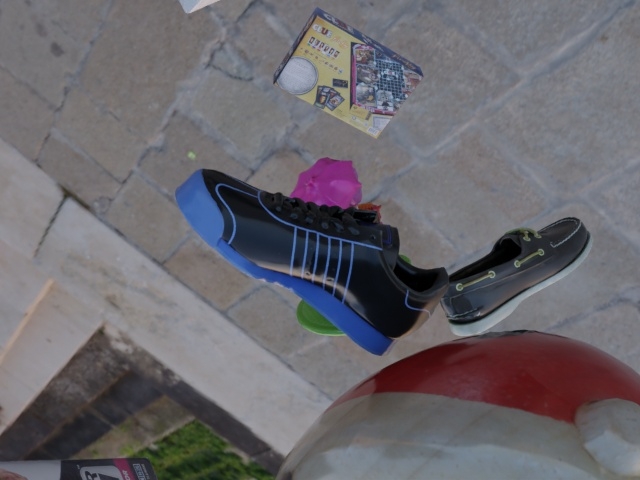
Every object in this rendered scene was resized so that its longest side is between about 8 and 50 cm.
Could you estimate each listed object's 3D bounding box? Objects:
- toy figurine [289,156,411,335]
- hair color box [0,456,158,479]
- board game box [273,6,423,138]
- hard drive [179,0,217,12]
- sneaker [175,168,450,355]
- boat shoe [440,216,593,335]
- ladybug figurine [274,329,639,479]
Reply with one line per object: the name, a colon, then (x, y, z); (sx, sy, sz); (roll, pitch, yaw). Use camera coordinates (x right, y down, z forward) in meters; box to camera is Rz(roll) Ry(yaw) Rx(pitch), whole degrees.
toy figurine: (0.030, -0.013, 0.777); (0.130, 0.173, 0.159); (0, 115, 30)
hair color box: (-0.298, 0.331, 0.778); (0.105, 0.174, 0.347); (-39, 152, 16)
board game box: (0.054, -0.320, 1.449); (0.243, 0.042, 0.165); (25, 124, -21)
hard drive: (-0.047, -0.490, 1.220); (0.047, 0.353, 0.233); (62, 153, -9)
sneaker: (0.000, 0.000, 0.598); (0.232, 0.081, 0.090); (35, 112, -22)
boat shoe: (0.235, 0.026, 0.889); (0.081, 0.227, 0.069); (2, 122, 64)
ladybug figurine: (0.123, 0.200, 0.572); (0.305, 0.162, 0.449); (25, 145, -1)
